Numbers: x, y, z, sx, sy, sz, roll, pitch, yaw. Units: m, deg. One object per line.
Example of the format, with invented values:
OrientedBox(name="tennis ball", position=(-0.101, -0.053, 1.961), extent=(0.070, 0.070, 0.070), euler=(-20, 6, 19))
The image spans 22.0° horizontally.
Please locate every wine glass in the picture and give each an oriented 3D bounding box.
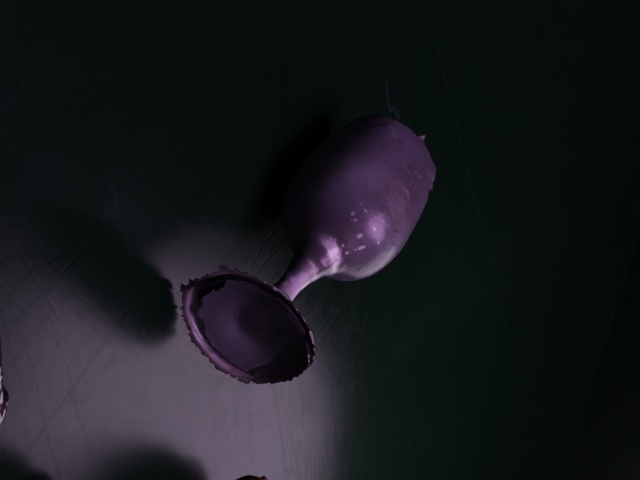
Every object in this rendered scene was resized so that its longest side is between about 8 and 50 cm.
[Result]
OrientedBox(name="wine glass", position=(0.000, 0.000, 1.597), extent=(0.321, 0.143, 0.143), euler=(-49, 146, -43))

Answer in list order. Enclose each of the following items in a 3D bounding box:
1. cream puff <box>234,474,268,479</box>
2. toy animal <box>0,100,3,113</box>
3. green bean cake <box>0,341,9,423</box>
OrientedBox(name="cream puff", position=(-0.076, 0.316, 1.647), extent=(0.121, 0.156, 0.156), euler=(44, 60, -29))
OrientedBox(name="toy animal", position=(-0.266, -0.069, 1.091), extent=(0.135, 0.047, 0.065), euler=(-61, 148, -23))
OrientedBox(name="green bean cake", position=(-0.295, 0.069, 0.959), extent=(0.181, 0.173, 0.094), euler=(-31, 133, -54))
